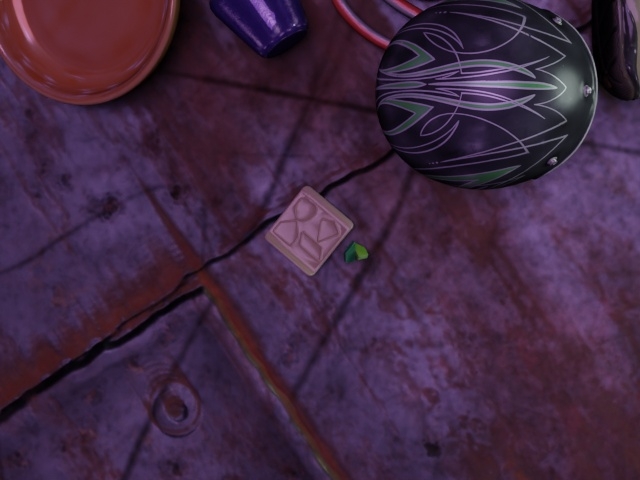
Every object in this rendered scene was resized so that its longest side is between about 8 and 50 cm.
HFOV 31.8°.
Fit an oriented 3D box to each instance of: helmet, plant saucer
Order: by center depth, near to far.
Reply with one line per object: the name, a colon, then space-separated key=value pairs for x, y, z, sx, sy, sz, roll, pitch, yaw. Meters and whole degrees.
helmet: x=0.128 y=-0.117 z=0.889 sx=0.169 sy=0.161 sz=0.169 roll=0 pitch=94 yaw=5
plant saucer: x=-0.207 y=-0.220 z=0.986 sx=0.200 sy=0.037 sz=0.200 roll=5 pitch=103 yaw=22

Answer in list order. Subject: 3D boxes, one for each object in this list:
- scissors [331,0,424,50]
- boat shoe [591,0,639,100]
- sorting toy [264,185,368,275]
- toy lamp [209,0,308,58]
scissors: x=-0.008 y=-0.281 z=0.977 sx=0.297 sy=0.021 sz=0.109 roll=38 pitch=100 yaw=4
boat shoe: x=0.280 y=-0.276 z=0.890 sx=0.120 sy=0.122 sz=0.324 roll=-1 pitch=101 yaw=4
sorting toy: x=0.000 y=0.000 z=0.993 sx=0.083 sy=0.012 sz=0.062 roll=40 pitch=93 yaw=9
toy lamp: x=-0.102 y=-0.282 z=0.966 sx=0.080 sy=0.080 sz=0.275 roll=-32 pitch=87 yaw=9
